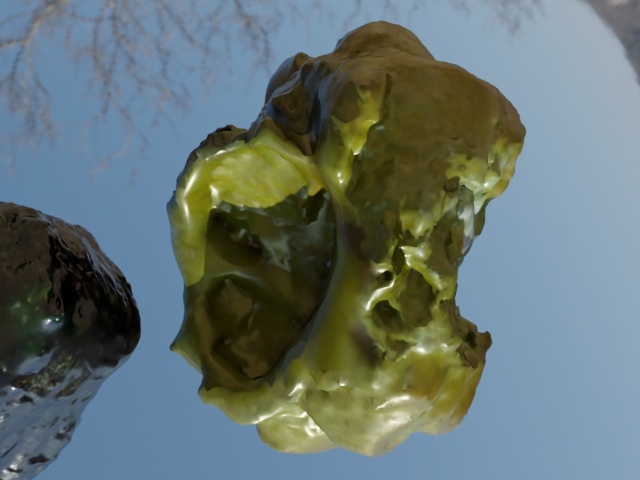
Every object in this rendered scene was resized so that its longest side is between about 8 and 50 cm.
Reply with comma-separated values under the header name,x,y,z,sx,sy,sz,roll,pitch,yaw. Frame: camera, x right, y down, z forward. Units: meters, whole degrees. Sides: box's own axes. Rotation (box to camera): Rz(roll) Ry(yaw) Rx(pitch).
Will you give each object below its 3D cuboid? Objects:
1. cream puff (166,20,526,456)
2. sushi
name,x,y,z,sx,sy,sz,roll,pitch,yaw
cream puff,0.001,-0.001,0.759,0.185,0.281,0.282,13,-143,-15
sushi,-0.212,0.077,0.695,0.124,0.225,0.127,51,-172,28
